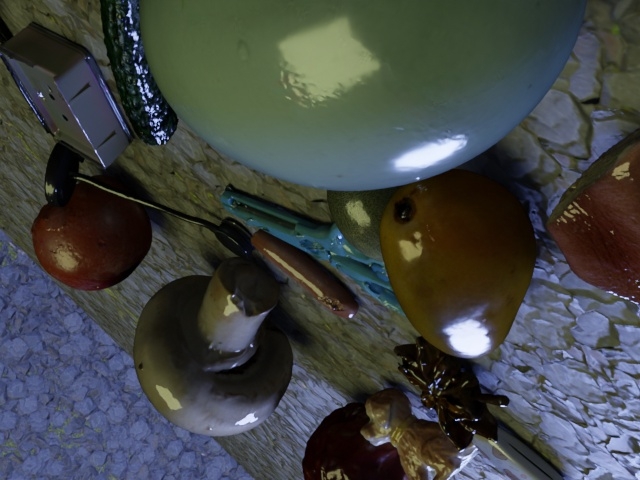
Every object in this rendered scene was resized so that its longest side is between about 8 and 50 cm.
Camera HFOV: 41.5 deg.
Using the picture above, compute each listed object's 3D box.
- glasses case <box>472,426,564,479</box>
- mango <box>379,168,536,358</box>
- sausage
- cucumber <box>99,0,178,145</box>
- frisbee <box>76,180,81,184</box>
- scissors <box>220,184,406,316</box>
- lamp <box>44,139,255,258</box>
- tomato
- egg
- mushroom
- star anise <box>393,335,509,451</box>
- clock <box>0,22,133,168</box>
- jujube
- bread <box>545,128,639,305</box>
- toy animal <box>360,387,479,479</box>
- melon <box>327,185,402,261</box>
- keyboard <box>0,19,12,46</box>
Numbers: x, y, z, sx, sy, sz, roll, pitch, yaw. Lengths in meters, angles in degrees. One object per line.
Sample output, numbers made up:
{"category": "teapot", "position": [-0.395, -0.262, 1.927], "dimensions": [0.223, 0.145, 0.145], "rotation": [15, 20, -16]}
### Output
{"category": "glasses case", "position": [0.283, 0.317, 1.197], "dimensions": [0.164, 0.041, 0.063], "rotation": [40, 155, 1]}
{"category": "mango", "position": [0.135, 0.028, 0.782], "dimensions": [0.113, 0.138, 0.253], "rotation": [51, 173, 41]}
{"category": "sausage", "position": [-0.022, 0.046, 1.200], "dimensions": [0.186, 0.043, 0.043], "rotation": [39, 158, 5]}
{"category": "cucumber", "position": [-0.219, -0.219, 0.999], "dimensions": [0.067, 0.067, 0.294], "rotation": [34, 156, 17]}
{"category": "frisbee", "position": [-0.488, -0.101, 1.726], "dimensions": [0.110, 0.014, 0.110], "rotation": [33, 156, 17]}
{"category": "scissors", "position": [0.000, 0.000, 1.087], "dimensions": [0.392, 0.032, 0.180], "rotation": [24, 152, 38]}
{"category": "lamp", "position": [-0.284, -0.035, 1.340], "dimensions": [0.371, 0.109, 0.130], "rotation": [30, 157, 9]}
{"category": "tomato", "position": [-0.401, -0.007, 1.502], "dimensions": [0.208, 0.208, 0.184], "rotation": [4, 134, 57]}
{"category": "egg", "position": [0.003, -0.148, 0.542], "dimensions": [0.230, 0.230, 0.371], "rotation": [52, 160, -25]}
{"category": "mushroom", "position": [-0.154, 0.167, 1.416], "dimensions": [0.292, 0.292, 0.290], "rotation": [42, 129, -2]}
{"category": "star anise", "position": [0.184, 0.211, 1.109], "dimensions": [0.234, 0.073, 0.177], "rotation": [39, 157, 55]}
{"category": "clock", "position": [-0.374, -0.211, 1.253], "dimensions": [0.147, 0.071, 0.192], "rotation": [29, 155, 29]}
{"category": "jujube", "position": [0.079, 0.395, 1.489], "dimensions": [0.213, 0.213, 0.232], "rotation": [43, 163, -4]}
{"category": "bread", "position": [0.235, -0.013, 0.627], "dimensions": [0.119, 0.067, 0.192], "rotation": [4, 140, 45]}
{"category": "toy animal", "position": [0.160, 0.285, 1.318], "dimensions": [0.185, 0.104, 0.184], "rotation": [50, 129, 26]}
{"category": "melon", "position": [0.061, -0.034, 0.836], "dimensions": [0.098, 0.098, 0.131], "rotation": [12, 149, 50]}
{"category": "keyboard", "position": [-0.573, -0.357, 1.374], "dimensions": [0.230, 0.025, 0.094], "rotation": [24, 155, 36]}
